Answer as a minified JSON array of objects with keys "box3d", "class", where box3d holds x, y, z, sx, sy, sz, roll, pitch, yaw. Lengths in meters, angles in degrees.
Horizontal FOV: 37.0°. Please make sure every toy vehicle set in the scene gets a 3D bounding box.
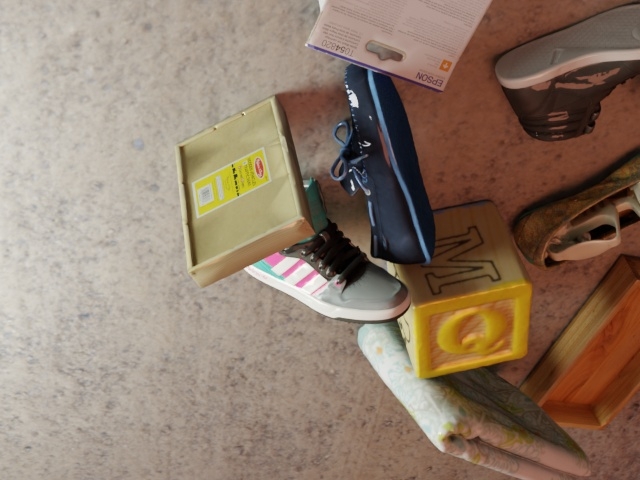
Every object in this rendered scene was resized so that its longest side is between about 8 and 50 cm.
[{"box3d":[-0.108,-0.073,1.285,0.166,0.267,0.035,-25,133,11],"class":"toy vehicle set"}]

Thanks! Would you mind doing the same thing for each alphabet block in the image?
[{"box3d":[0.221,0.079,1.563,0.193,0.197,0.192,-13,134,-2],"class":"alphabet block"}]

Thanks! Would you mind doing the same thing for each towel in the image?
[{"box3d":[0.268,0.289,1.686,0.374,0.320,0.090,25,101,-33],"class":"towel"}]

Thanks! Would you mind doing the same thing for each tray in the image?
[{"box3d":[0.566,0.210,1.863,0.203,0.076,0.411,10,128,-22],"class":"tray"}]

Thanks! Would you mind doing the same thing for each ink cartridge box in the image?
[{"box3d":[0.115,-0.325,1.243,0.223,0.045,0.224,15,119,-27],"class":"ink cartridge box"}]

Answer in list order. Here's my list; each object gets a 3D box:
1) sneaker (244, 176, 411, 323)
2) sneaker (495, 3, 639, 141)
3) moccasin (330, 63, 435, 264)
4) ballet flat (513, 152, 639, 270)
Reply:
[{"box3d":[0.000,0.000,1.414,0.295,0.124,0.178,20,138,25],"class":"sneaker"},{"box3d":[0.409,-0.238,1.385,0.296,0.104,0.147,-16,136,9],"class":"sneaker"},{"box3d":[0.077,-0.094,1.385,0.117,0.138,0.342,-6,121,20],"class":"moccasin"},{"box3d":[0.490,-0.050,1.569,0.348,0.123,0.123,-27,133,10],"class":"ballet flat"}]
